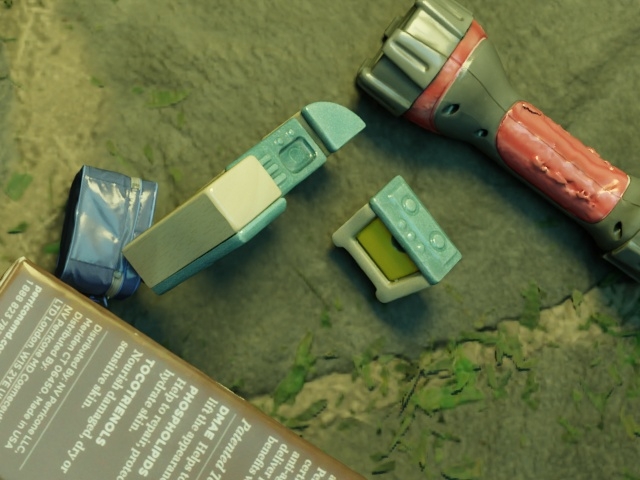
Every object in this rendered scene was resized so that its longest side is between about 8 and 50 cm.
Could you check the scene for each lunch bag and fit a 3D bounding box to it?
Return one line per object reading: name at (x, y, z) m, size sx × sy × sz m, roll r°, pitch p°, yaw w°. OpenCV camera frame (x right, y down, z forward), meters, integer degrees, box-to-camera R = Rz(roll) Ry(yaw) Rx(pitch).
lunch bag at (-0.153, 0.000, 1.150) m, size 0.065 × 0.067 × 0.098 m, roll 11°, pitch 79°, yaw -15°

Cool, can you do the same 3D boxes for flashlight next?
flashlight at (0.175, -0.075, 1.239) m, size 0.304 × 0.103 × 0.103 m, roll 36°, pitch 40°, yaw -5°

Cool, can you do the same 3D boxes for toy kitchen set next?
toy kitchen set at (0.000, 0.000, 1.134) m, size 0.166 × 0.122 × 0.207 m, roll 53°, pitch 50°, yaw -5°

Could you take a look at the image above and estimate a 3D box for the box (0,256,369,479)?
box at (-0.092, 0.175, 1.080) m, size 0.381 × 0.191 × 0.143 m, roll 36°, pitch 74°, yaw -10°
